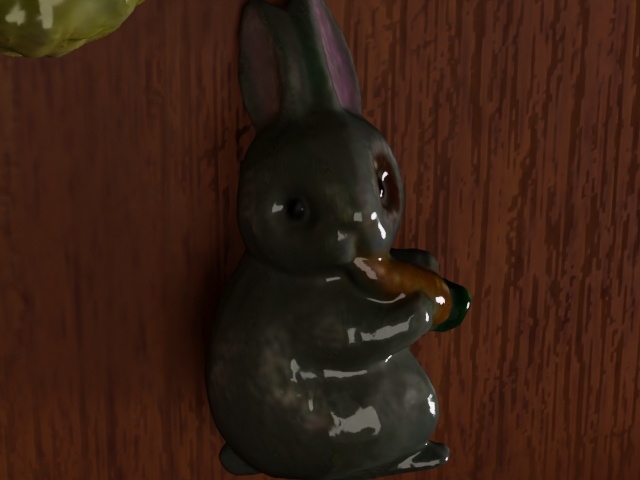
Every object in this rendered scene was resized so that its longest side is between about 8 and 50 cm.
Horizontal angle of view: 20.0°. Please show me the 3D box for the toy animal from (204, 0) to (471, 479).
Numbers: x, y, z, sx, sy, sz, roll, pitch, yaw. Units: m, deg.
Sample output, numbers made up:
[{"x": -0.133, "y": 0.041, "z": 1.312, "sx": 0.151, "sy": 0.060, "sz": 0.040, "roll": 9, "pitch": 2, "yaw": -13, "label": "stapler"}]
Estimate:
[{"x": -0.002, "y": 0.001, "z": 0.926, "sx": 0.127, "sy": 0.125, "sz": 0.251, "roll": -25, "pitch": 115, "yaw": -39, "label": "toy animal"}]

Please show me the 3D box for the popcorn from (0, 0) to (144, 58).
[{"x": -0.130, "y": -0.191, "z": 0.759, "sx": 0.255, "sy": 0.195, "sz": 0.256, "roll": 8, "pitch": 128, "yaw": -16, "label": "popcorn"}]
